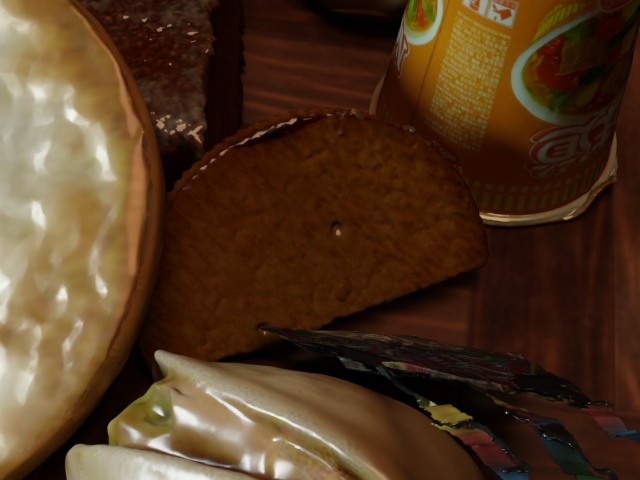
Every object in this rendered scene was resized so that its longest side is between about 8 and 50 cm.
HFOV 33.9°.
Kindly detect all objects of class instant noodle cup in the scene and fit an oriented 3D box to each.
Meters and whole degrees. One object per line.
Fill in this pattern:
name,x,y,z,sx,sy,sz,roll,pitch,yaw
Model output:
instant noodle cup,0.117,-0.125,0.612,0.168,0.185,0.168,1,55,-2

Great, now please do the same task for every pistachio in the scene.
pistachio,-0.013,0.125,0.454,0.215,0.144,0.144,21,54,33

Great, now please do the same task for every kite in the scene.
kite,0.069,0.062,0.447,0.152,0.285,0.015,7,95,-15

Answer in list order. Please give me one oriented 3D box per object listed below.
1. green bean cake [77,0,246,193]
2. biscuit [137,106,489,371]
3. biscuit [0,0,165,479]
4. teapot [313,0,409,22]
green bean cake,-0.116,-0.126,0.654,0.198,0.097,0.233,11,55,6
biscuit,-0.009,-0.008,0.569,0.206,0.126,0.025,-18,20,-14
biscuit,-0.176,-0.011,0.531,0.204,0.040,0.309,-5,77,9
teapot,0.034,-0.200,0.735,0.129,0.078,0.098,11,93,21
